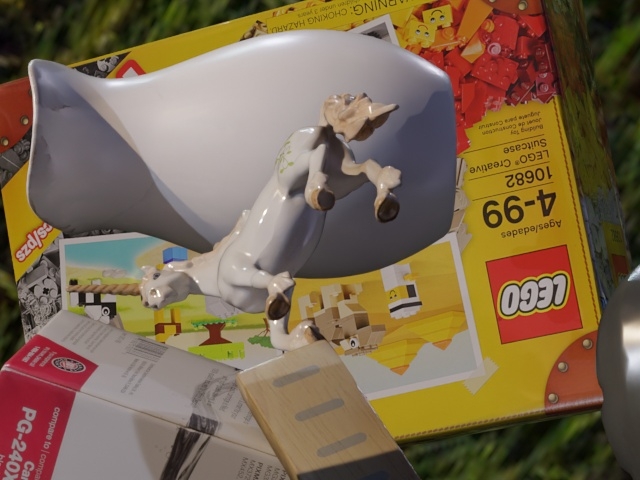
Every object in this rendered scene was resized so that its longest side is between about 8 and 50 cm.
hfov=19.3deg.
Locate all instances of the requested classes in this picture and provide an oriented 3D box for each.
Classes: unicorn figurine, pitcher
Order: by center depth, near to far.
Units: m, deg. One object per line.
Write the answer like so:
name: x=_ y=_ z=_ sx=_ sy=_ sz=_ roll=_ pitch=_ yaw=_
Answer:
unicorn figurine: x=-0.024 y=0.001 z=0.840 sx=0.060 sy=0.162 sz=0.111 roll=45 pitch=-2 yaw=-30
pitcher: x=-0.040 y=-0.040 z=0.973 sx=0.207 sy=0.125 sz=0.178 roll=0 pitch=-8 yaw=-2

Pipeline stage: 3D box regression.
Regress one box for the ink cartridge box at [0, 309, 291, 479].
ink cartridge box: x=-0.062 y=0.091 z=0.817 sx=0.150 sy=0.063 sz=0.109 roll=18 pitch=11 yaw=2

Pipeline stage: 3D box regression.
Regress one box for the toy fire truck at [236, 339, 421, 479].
toy fire truck: x=0.087 y=0.135 z=0.737 sx=0.217 sy=0.158 sz=0.246 roll=-19 pitch=84 yaw=-31

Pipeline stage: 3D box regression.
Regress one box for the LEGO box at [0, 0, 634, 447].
LEGO box: x=0.000 y=0.000 z=1.602 sx=0.193 sy=0.500 sz=0.372 roll=8 pitch=70 yaw=-68

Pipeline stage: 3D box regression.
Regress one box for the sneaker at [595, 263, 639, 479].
sneaker: x=0.168 y=0.117 z=0.561 sx=0.101 sy=0.106 sz=0.267 roll=-10 pitch=75 yaw=-42
